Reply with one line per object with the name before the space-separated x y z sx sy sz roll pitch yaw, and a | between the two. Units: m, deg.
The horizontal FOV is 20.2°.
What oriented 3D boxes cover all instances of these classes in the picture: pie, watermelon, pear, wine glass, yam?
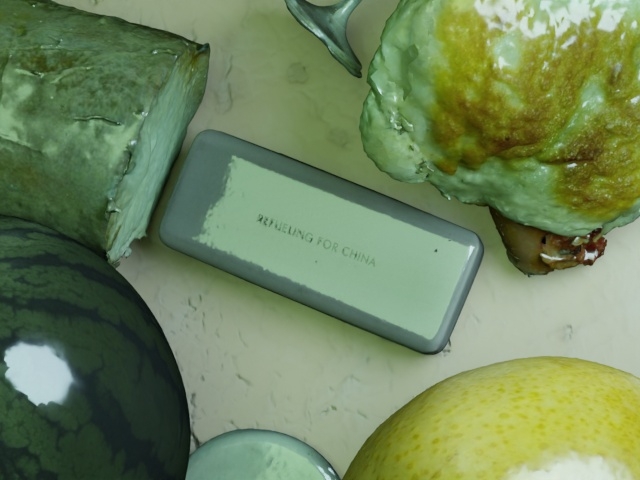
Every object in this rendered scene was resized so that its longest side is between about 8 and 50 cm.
pie | 0.168 -0.109 1.274 0.257 0.274 0.105 -40 35 24
watermelon | -0.237 0.124 1.282 0.279 0.359 0.279 -9 57 14
pear | 0.148 0.226 1.221 0.314 0.314 0.314 -1 85 12
wine glass | 0.061 -0.220 1.379 0.183 0.122 0.122 -42 78 11
yam | -0.251 -0.101 1.395 0.300 0.195 0.195 16 89 13

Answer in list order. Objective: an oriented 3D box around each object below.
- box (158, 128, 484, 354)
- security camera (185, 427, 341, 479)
box | 0.000 0.000 1.398 0.243 0.055 0.103 22 90 13
security camera | -0.085 0.289 1.383 0.157 0.080 0.301 24 88 14
